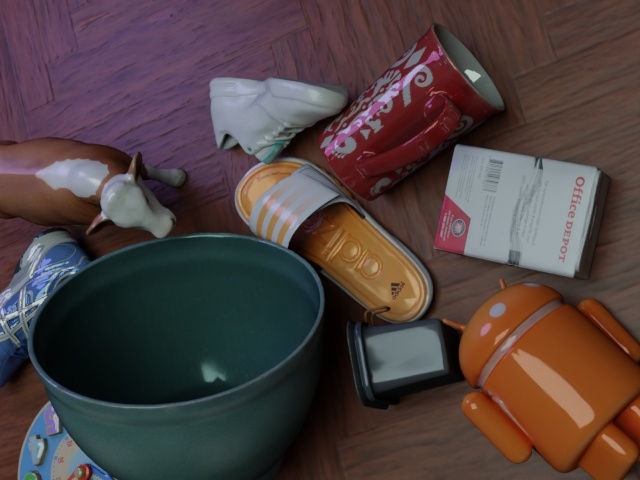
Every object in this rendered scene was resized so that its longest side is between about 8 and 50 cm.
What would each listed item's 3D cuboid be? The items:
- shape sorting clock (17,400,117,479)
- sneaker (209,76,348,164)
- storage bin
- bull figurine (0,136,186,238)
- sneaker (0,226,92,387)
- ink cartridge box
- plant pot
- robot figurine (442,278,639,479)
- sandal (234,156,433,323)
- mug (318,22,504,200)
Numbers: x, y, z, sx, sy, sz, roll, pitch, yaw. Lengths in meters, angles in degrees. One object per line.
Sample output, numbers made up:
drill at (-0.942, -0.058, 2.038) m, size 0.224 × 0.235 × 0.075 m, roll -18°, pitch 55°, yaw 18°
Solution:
shape sorting clock at (-0.267, 0.266, 1.459) m, size 0.206 × 0.040 × 0.206 m, roll -3°, pitch 82°, yaw 25°
sneaker at (-0.046, -0.128, 1.369) m, size 0.212 × 0.080 × 0.094 m, roll 7°, pitch 94°, yaw 53°
storage bin at (0.088, 0.111, 1.264) m, size 0.091 × 0.135 × 0.098 m, roll -12°, pitch 77°, yaw 13°
bull figurine at (-0.268, -0.059, 1.419) m, size 0.310 × 0.188 × 0.101 m, roll 10°, pitch 89°, yaw 26°
sneaker at (-0.340, 0.090, 1.495) m, size 0.081 × 0.080 × 0.211 m, roll 35°, pitch 100°, yaw 28°
ink cartridge box at (0.201, -0.028, 1.259) m, size 0.150 × 0.063 × 0.109 m, roll 12°, pitch 88°, yaw 26°
plant pot at (-0.130, 0.151, 1.291) m, size 0.293 × 0.293 × 0.196 m, roll 10°, pitch 126°, yaw 26°
robot figurine at (0.218, 0.129, 1.192) m, size 0.219 × 0.128 × 0.158 m, roll 45°, pitch 100°, yaw 22°
sandal at (0.006, -0.009, 1.342) m, size 0.265 × 0.076 × 0.102 m, roll 36°, pitch 99°, yaw 26°
mug at (0.082, -0.125, 1.287) m, size 0.169 × 0.150 × 0.113 m, roll -38°, pitch 82°, yaw 21°
